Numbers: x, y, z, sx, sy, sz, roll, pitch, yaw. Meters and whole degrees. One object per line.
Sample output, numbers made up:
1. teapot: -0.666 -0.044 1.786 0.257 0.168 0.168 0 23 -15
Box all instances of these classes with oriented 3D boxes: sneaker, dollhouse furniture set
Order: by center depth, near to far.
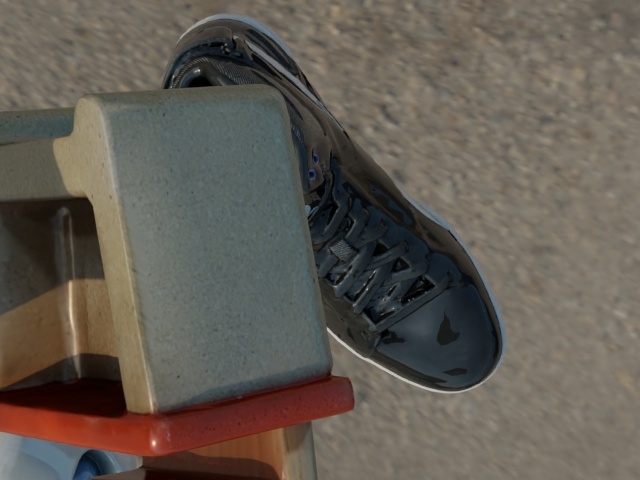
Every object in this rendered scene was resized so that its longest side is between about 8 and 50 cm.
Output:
1. dollhouse furniture set: -0.124 0.044 0.389 0.259 0.262 0.135 -7 93 -34
2. sneaker: 0.000 0.000 0.853 0.079 0.121 0.217 -39 98 14

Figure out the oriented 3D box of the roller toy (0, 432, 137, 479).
1. roller toy: -0.243 0.199 1.487 0.146 0.191 0.209 36 110 -30
